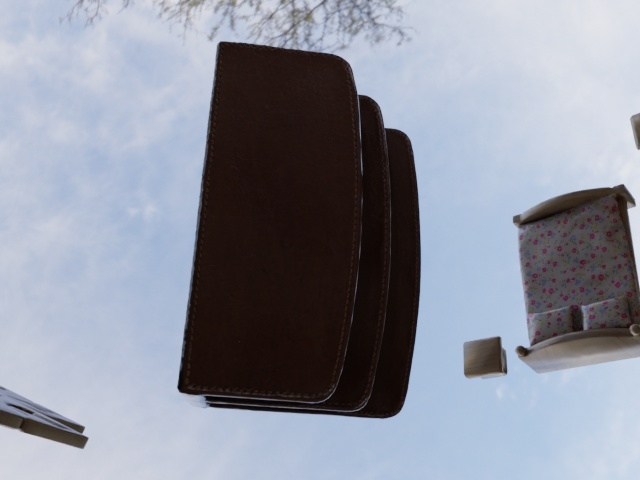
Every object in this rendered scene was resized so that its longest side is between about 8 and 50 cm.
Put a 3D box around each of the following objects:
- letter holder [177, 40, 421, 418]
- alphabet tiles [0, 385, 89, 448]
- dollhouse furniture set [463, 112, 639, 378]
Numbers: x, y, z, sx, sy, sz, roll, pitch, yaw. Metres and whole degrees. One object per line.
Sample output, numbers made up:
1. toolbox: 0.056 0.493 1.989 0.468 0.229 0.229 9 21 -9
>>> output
1. letter holder: 0.000 0.000 0.664 0.215 0.152 0.301 5 -107 -5
2. alphabet tiles: -0.325 0.059 0.481 0.011 0.343 0.285 -67 -31 -16
3. dollhouse furniture set: 0.284 -0.039 0.804 0.174 0.356 0.303 35 -133 -41
